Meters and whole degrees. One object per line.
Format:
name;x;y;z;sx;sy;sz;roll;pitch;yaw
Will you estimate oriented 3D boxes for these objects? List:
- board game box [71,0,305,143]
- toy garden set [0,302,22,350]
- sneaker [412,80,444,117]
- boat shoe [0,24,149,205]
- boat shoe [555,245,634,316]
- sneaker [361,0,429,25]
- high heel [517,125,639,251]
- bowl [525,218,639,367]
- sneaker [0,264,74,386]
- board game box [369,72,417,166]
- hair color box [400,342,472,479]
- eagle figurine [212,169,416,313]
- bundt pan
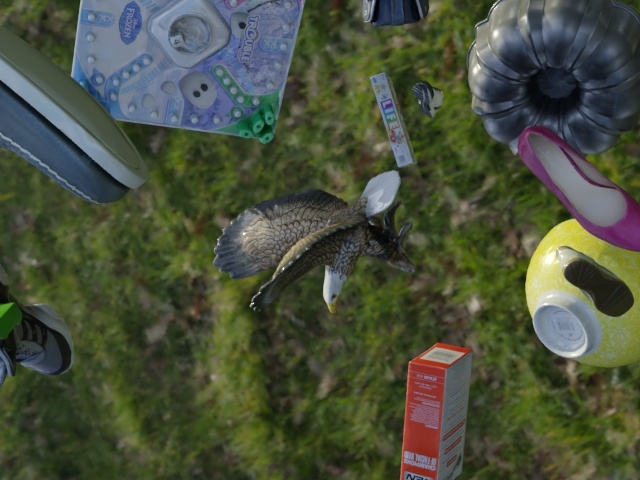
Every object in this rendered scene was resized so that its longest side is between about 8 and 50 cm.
board game box;-0.232;-0.367;1.988;0.050;0.389;0.390;-107;28;-56
toy garden set;-0.428;0.168;1.111;0.203;0.244;0.049;-12;118;30
sneaker;0.190;-0.255;1.943;0.040;0.044;0.109;41;175;19
boat shoe;-0.254;-0.110;0.711;0.319;0.099;0.116;37;-174;0
boat shoe;0.390;0.057;1.588;0.153;0.056;0.048;31;-157;-31
sneaker;0.088;-0.332;1.270;0.226;0.086;0.164;-31;-59;-86
high heel;0.380;-0.073;1.588;0.244;0.082;0.117;48;-171;11
bowl;0.471;0.122;2.007;0.289;0.156;0.290;31;139;31
sneaker;-0.407;0.141;1.437;0.269;0.101;0.153;58;-163;-49
board game box;0.122;-0.198;1.853;0.103;0.026;0.154;-25;-83;-81
hair color box;0.143;0.221;1.385;0.053;0.093;0.167;9;103;26
eagle figurine;0.001;0.011;1.818;0.226;0.298;0.225;130;137;-55
bundt pan;0.401;-0.265;1.896;0.330;0.124;0.331;10;128;13
